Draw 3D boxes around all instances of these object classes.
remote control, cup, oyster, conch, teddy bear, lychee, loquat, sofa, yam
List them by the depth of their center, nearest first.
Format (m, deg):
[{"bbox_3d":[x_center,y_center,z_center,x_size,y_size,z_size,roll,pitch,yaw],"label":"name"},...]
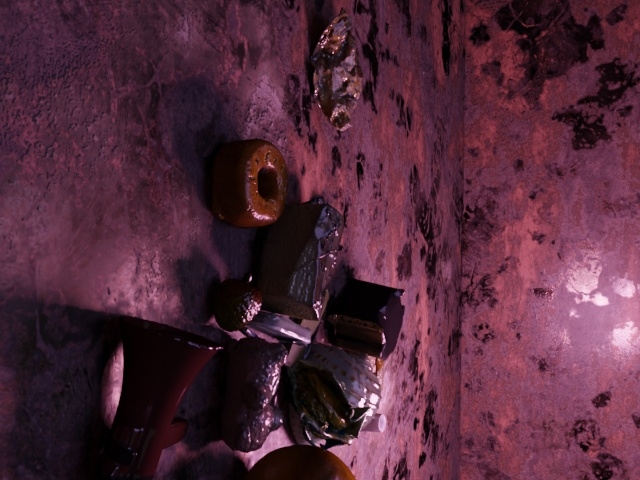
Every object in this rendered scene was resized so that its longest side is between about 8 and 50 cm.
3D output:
[{"bbox_3d":[-0.190,0.139,1.388,0.114,0.114,0.146,27,82,-61],"label":"lychee"},{"bbox_3d":[-0.158,0.361,1.421,0.236,0.151,0.267,125,-32,-78],"label":"teddy bear"},{"bbox_3d":[-0.047,0.679,1.458,0.359,0.328,0.328,-109,-163,-83],"label":"loquat"},{"bbox_3d":[-0.051,0.062,1.554,0.201,0.202,0.271,45,55,-56],"label":"yam"},{"bbox_3d":[-0.105,0.230,1.571,0.247,0.104,0.052,39,58,-58],"label":"remote control"},{"bbox_3d":[0.054,0.468,1.798,0.303,0.215,0.319,49,48,-40],"label":"conch"},{"bbox_3d":[0.061,-0.506,1.825,0.238,0.115,0.351,4,88,-63],"label":"oyster"},{"bbox_3d":[0.157,0.271,2.012,0.258,0.200,0.182,-53,148,-49],"label":"sofa"},{"bbox_3d":[0.160,0.629,2.121,0.104,0.116,0.074,65,36,-31],"label":"cup"}]

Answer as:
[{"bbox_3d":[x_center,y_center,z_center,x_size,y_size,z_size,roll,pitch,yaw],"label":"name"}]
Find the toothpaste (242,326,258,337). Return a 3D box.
[{"bbox_3d":[-0.176,0.242,1.535,0.083,0.015,0.024,58,41,-56],"label":"toothpaste"}]

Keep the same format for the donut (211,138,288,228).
[{"bbox_3d":[-0.165,-0.132,1.417,0.226,0.114,0.226,-3,93,-62],"label":"donut"}]

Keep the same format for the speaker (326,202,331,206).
[{"bbox_3d":[0.000,0.000,1.823,0.082,0.044,0.218,46,52,-55],"label":"speaker"}]

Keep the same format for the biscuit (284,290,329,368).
[{"bbox_3d":[-0.045,0.260,1.765,0.099,0.038,0.322,61,41,-41],"label":"biscuit"}]

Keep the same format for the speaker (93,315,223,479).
[{"bbox_3d":[-0.330,0.313,1.154,0.259,0.198,0.329,-162,-89,-78],"label":"speaker"}]

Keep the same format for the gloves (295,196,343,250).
[{"bbox_3d":[-0.007,-0.027,1.722,0.129,0.106,0.180,-153,-135,-84],"label":"gloves"}]

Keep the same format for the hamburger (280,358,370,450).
[{"bbox_3d":[0.013,0.405,1.559,0.260,0.150,0.276,56,6,23],"label":"hamburger"}]

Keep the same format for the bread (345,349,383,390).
[{"bbox_3d":[0.158,0.457,2.121,0.181,0.096,0.222,-15,106,-59],"label":"bread"}]
